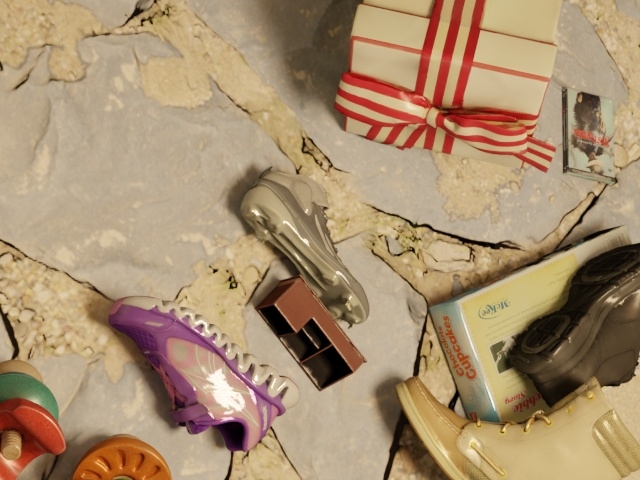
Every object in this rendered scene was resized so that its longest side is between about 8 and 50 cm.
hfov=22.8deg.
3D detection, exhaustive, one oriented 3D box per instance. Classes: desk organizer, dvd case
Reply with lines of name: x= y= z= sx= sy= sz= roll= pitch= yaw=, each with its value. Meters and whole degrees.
desk organizer: x=-0.011 y=0.107 z=1.799 sx=0.050 sy=0.047 sz=0.130 roll=-46 pitch=106 yaw=-30
dvd case: x=0.361 y=-0.140 z=2.132 sx=0.087 sy=0.013 sz=0.119 roll=11 pitch=75 yaw=-33

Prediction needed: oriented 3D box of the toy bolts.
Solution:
toy bolts: x=-0.280 y=0.231 z=1.564 sx=0.218 sy=0.158 sz=0.228 roll=-32 pitch=114 yaw=5

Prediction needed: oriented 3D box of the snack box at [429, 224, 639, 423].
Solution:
snack box: x=0.297 y=0.116 z=2.002 sx=0.322 sy=0.060 sz=0.187 roll=-21 pitch=92 yaw=-36

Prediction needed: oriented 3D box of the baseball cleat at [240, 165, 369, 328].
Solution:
baseball cleat: x=0.000 y=0.000 z=1.816 sx=0.206 sy=0.072 sz=0.109 roll=49 pitch=50 yaw=-21

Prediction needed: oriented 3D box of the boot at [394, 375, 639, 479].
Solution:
boot: x=0.233 y=0.215 z=1.838 sx=0.203 sy=0.095 sz=0.262 roll=-42 pitch=88 yaw=8

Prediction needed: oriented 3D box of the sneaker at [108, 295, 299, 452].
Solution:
sneaker: x=-0.133 y=0.147 z=1.683 sx=0.236 sy=0.095 sz=0.104 roll=37 pitch=69 yaw=-24

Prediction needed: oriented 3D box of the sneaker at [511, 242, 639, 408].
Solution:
sneaker: x=0.355 y=0.107 z=1.956 sx=0.286 sy=0.109 sz=0.130 roll=-40 pitch=110 yaw=-24

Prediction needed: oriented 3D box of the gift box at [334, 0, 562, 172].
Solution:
gift box: x=0.167 y=-0.223 z=1.848 sx=0.255 sy=0.276 sz=0.258 roll=11 pitch=66 yaw=9
